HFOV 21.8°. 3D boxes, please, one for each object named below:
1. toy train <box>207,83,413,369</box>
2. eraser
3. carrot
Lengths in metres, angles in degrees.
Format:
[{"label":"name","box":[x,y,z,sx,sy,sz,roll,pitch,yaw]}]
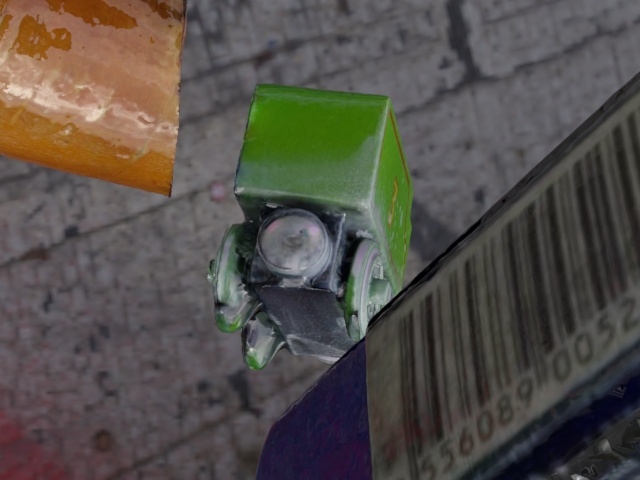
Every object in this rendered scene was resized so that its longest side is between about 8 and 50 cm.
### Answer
[{"label":"toy train","box":[0.000,0.000,1.646,0.307,0.173,0.249,67,31,-66]},{"label":"eraser","box":[0.094,0.067,0.696,0.101,0.332,0.155,24,41,-24]},{"label":"carrot","box":[-0.230,-0.165,1.265,0.331,0.214,0.193,16,45,-23]}]
